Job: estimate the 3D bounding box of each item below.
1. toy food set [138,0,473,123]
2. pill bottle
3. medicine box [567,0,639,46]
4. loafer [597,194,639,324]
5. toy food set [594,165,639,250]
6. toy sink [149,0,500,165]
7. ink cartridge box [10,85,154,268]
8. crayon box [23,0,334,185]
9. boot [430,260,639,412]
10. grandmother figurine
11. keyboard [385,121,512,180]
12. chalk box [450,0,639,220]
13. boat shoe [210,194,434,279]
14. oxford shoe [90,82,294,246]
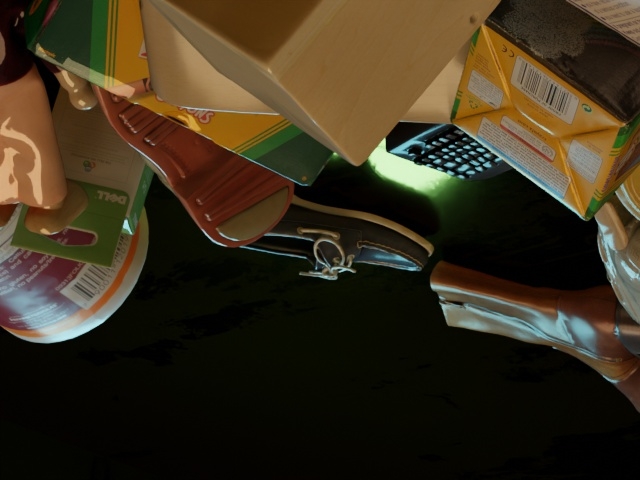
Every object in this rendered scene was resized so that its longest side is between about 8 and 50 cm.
[{"bbox_3d":[0.003,-0.208,1.320,0.306,0.092,0.219,4,128,10],"label":"toy food set"},{"bbox_3d":[-0.376,-0.059,1.888,0.224,0.224,0.392,2,156,30],"label":"pill bottle"},{"bbox_3d":[0.233,-0.214,1.031,0.289,0.149,0.263,30,173,-13],"label":"medicine box"},{"bbox_3d":[0.360,0.036,1.831,0.111,0.112,0.319,45,176,30],"label":"loafer"},{"bbox_3d":[0.341,-0.070,1.611,0.218,0.071,0.128,-11,124,45],"label":"toy food set"},{"bbox_3d":[-0.022,-0.178,1.157,0.234,0.153,0.131,36,174,42],"label":"toy sink"},{"bbox_3d":[-0.229,-0.070,1.777,0.109,0.209,0.062,13,162,4],"label":"ink cartridge box"},{"bbox_3d":[-0.084,-0.179,1.455,0.278,0.081,0.165,25,113,-26],"label":"crayon box"},{"bbox_3d":[0.281,0.124,2.099,0.280,0.096,0.264,7,159,22],"label":"boot"},{"bbox_3d":[-0.307,-0.162,1.603,0.208,0.104,0.342,-2,131,-1],"label":"grandmother figurine"},{"bbox_3d":[0.151,-0.125,1.634,0.202,0.033,0.317,23,157,-21],"label":"keyboard"},{"bbox_3d":[0.214,-0.148,1.260,0.132,0.213,0.132,38,153,15],"label":"chalk box"},{"bbox_3d":[0.000,0.000,1.990,0.255,0.079,0.095,17,159,-6],"label":"boat shoe"},{"bbox_3d":[-0.155,-0.153,1.624,0.146,0.140,0.397,44,164,40],"label":"oxford shoe"}]
